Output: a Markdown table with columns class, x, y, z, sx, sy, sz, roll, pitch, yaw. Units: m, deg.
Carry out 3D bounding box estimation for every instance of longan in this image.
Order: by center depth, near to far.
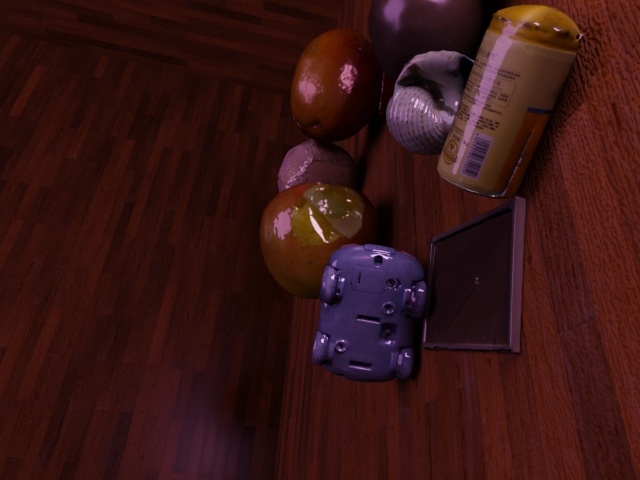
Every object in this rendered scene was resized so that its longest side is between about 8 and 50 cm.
| class | x | y | z | sx | sy | sz | roll | pitch | yaw |
| --- | --- | --- | --- | --- | --- | --- | --- | --- | --- |
| longan | 0.198 | -0.412 | 0.912 | 0.248 | 0.249 | 0.248 | -170 | 90 | -81 |

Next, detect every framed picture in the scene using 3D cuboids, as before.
| class | x | y | z | sx | sy | sz | roll | pitch | yaw |
| --- | --- | --- | --- | --- | --- | --- | --- | --- | --- |
| framed picture | 0.232 | 0.069 | 0.769 | 0.289 | 0.016 | 0.213 | 133 | 145 | -74 |

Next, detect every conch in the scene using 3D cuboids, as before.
| class | x | y | z | sx | sy | sz | roll | pitch | yaw |
| --- | --- | --- | --- | --- | --- | --- | --- | --- | --- |
| conch | 0.216 | -0.232 | 0.847 | 0.131 | 0.200 | 0.172 | -13 | -62 | -61 |

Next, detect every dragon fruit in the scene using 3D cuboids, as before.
| class | x | y | z | sx | sy | sz | roll | pitch | yaw |
| --- | --- | --- | --- | --- | --- | --- | --- | --- | --- |
| dragon fruit | 0.203 | -0.424 | 1.324 | 0.106 | 0.083 | 0.162 | -47 | -41 | -83 |

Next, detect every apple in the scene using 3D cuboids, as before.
| class | x | y | z | sx | sy | sz | roll | pitch | yaw |
| --- | --- | --- | --- | --- | --- | --- | --- | --- | --- |
| apple | 0.000 | 0.000 | 1.324 | 0.339 | 0.340 | 0.339 | -170 | 90 | -81 |

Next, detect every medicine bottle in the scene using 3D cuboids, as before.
| class | x | y | z | sx | sy | sz | roll | pitch | yaw |
| --- | --- | --- | --- | --- | --- | --- | --- | --- | --- |
| medicine bottle | 0.247 | -0.182 | 0.638 | 0.124 | 0.124 | 0.238 | -96 | 19 | -60 |

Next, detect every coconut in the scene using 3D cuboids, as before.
| class | x | y | z | sx | sy | sz | roll | pitch | yaw |
| --- | --- | --- | --- | --- | --- | --- | --- | --- | --- |
| coconut | -0.010 | -0.216 | 1.723 | 0.254 | 0.298 | 0.297 | -115 | 35 | -54 |

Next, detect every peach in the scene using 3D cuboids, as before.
| class | x | y | z | sx | sy | sz | roll | pitch | yaw |
| --- | --- | --- | --- | --- | --- | --- | --- | --- | --- |
| peach | 0.052 | -0.492 | 1.571 | 0.373 | 0.290 | 0.372 | -8 | 77 | 39 |

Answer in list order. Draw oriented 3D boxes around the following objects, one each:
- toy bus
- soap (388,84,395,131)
| class | x | y | z | sx | sy | sz | roll | pitch | yaw |
| --- | --- | --- | --- | --- | --- | --- | --- | --- | --- |
| toy bus | 0.098 | 0.133 | 0.995 | 0.232 | 0.198 | 0.293 | -68 | -15 | -72 |
| soap | 0.220 | -0.364 | 1.173 | 0.121 | 0.064 | 0.183 | 135 | 145 | -79 |
